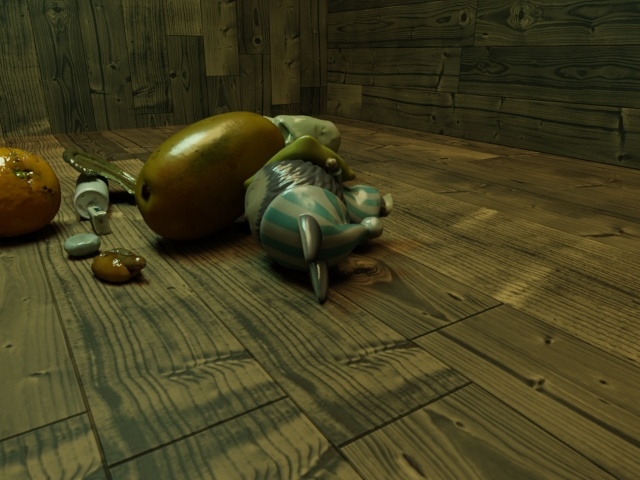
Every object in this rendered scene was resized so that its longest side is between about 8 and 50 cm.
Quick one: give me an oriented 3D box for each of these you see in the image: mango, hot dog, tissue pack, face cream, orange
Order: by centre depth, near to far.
[{"bbox_3d":[-0.442,0.053,1.084,0.140,0.060,0.090,20,33,34],"label":"hot dog"},{"bbox_3d":[-0.270,-0.175,1.293,0.446,0.300,0.232,-36,60,-26],"label":"mango"},{"bbox_3d":[-0.825,-0.124,1.310,0.246,0.246,0.246,0,21,0],"label":"orange"},{"bbox_3d":[-0.612,-0.056,1.365,0.042,0.062,0.083,-15,25,-31],"label":"tissue pack"},{"bbox_3d":[-0.737,-0.163,1.594,0.102,0.101,0.345,-8,23,-20],"label":"face cream"}]

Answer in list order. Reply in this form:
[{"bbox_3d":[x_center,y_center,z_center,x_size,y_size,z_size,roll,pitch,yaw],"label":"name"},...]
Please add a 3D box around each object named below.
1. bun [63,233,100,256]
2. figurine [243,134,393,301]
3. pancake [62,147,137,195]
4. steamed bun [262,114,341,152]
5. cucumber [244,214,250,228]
[{"bbox_3d":[-0.581,0.013,1.207,0.083,0.045,0.083,-2,23,1],"label":"bun"},{"bbox_3d":[0.000,0.000,1.127,0.361,0.266,0.377,19,47,-24],"label":"figurine"},{"bbox_3d":[-0.695,-0.219,1.619,0.288,0.033,0.286,32,5,-1],"label":"pancake"},{"bbox_3d":[-0.123,-0.323,1.841,0.352,0.247,0.339,-4,3,-31],"label":"steamed bun"},{"bbox_3d":[-0.185,-0.113,1.438,0.075,0.074,0.241,-1,45,-4],"label":"cucumber"}]
